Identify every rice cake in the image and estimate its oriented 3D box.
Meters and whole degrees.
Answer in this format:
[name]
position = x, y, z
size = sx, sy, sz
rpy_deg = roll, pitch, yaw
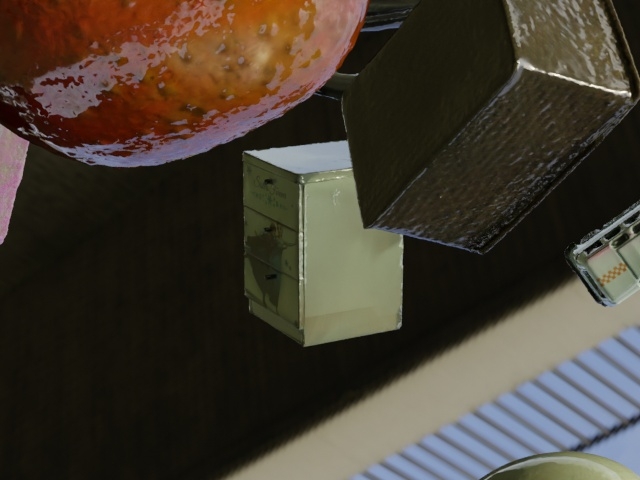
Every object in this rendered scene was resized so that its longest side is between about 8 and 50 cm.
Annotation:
[rice cake]
position = -0.246, -0.083, 1.170
size = 0.206, 0.047, 0.036
rpy_deg = -67, -151, 25

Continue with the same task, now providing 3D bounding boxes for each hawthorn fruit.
[hawthorn fruit]
position = -0.118, -0.170, 0.889
size = 0.300, 0.275, 0.275
rpy_deg = -20, -138, 8

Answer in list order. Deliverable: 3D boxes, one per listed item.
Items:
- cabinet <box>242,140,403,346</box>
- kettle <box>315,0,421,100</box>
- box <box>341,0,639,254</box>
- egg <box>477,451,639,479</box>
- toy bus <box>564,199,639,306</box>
[cabinet]
position = 0.000, 0.000, 1.788
size = 0.145, 0.150, 0.206
rpy_deg = 26, -61, 57
[kettle]
position = 0.063, -0.327, 1.824
size = 0.228, 0.324, 0.320
rpy_deg = 71, 19, -84
[box]
position = 0.154, -0.136, 1.444
size = 0.273, 0.143, 0.184
rpy_deg = -48, -139, 42
[egg]
position = 0.215, 0.303, 1.441
size = 0.253, 0.186, 0.186
rpy_deg = -28, -137, 28
[toy bus]
position = 0.381, -0.005, 1.708
size = 0.194, 0.087, 0.089
rpy_deg = -35, -175, 5
